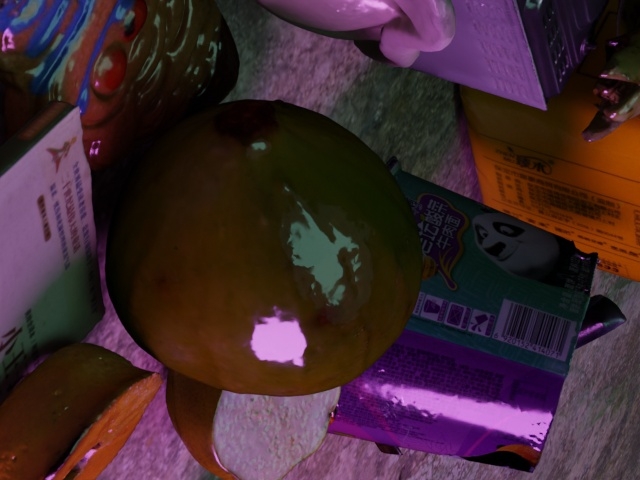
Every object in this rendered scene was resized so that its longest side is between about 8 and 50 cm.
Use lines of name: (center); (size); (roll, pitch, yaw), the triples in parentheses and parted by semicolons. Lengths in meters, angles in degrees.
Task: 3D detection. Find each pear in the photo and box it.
pear: (-0.060, 0.108, 1.083); (0.141, 0.104, 0.141); (-8, 103, -39)

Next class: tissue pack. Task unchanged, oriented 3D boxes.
tissue pack: (0.358, -0.097, 1.415); (0.228, 0.382, 0.293); (-60, 153, -24)

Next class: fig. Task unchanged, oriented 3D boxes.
fig: (-0.033, -0.011, 0.915); (0.203, 0.203, 0.225); (-50, 158, -33)

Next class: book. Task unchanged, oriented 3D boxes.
book: (-0.222, 0.073, 0.795); (0.289, 0.026, 0.201); (-49, 158, -33)

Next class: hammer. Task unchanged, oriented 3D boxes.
hammer: (0.159, 0.125, 1.375); (0.290, 0.037, 0.137); (-32, -178, 34)

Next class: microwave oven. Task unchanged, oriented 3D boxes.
microwave oven: (0.160, -0.287, 1.119); (0.295, 0.181, 0.237); (-61, 152, -16)

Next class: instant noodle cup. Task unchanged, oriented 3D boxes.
instant noodle cup: (0.116, 0.074, 1.217); (0.251, 0.190, 0.251); (17, 90, -82)

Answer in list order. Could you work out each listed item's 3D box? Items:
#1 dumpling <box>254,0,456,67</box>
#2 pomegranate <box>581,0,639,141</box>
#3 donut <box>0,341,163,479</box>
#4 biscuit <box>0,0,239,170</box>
dumpling: (0.021, -0.211, 0.846); (0.187, 0.243, 0.318); (-44, 140, -1)
pomegranate: (0.311, -0.160, 1.151); (0.263, 0.211, 0.211); (-18, 131, -22)
donut: (-0.164, 0.126, 0.900); (0.152, 0.058, 0.152); (-52, 170, -13)
biscuit: (-0.122, -0.118, 0.875); (0.280, 0.043, 0.183); (15, 99, -61)
